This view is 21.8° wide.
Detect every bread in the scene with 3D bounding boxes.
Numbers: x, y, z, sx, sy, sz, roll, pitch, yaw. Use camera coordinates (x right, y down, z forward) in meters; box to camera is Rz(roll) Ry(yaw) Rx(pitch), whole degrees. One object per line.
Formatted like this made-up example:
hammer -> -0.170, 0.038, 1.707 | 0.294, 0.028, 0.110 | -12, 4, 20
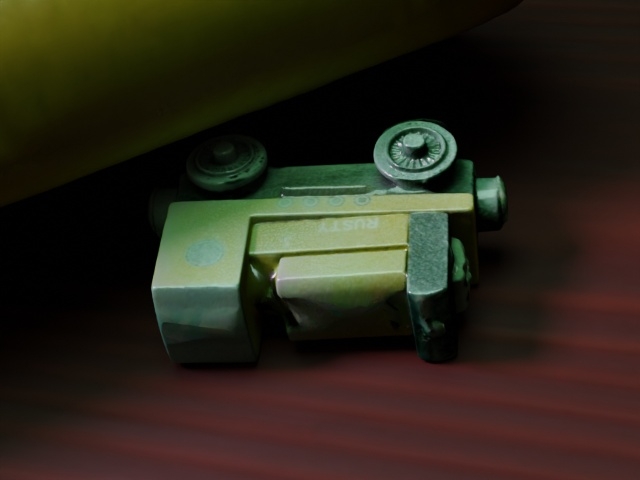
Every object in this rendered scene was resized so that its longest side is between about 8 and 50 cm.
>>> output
bread -> -0.101, -0.076, 0.573 | 0.383, 0.112, 0.166 | -22, 8, -17

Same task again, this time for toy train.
toy train -> 0.000, 0.000, 0.547 | 0.122, 0.050, 0.081 | -2, 43, 9
